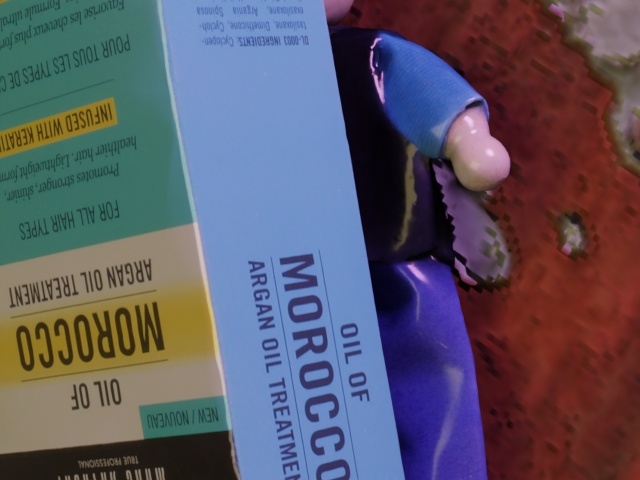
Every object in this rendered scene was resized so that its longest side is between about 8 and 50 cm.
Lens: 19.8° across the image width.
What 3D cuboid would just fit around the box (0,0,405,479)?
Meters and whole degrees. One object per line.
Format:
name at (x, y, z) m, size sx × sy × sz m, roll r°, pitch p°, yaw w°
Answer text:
box at (-0.039, 0.029, 0.485) m, size 0.100 × 0.060 × 0.244 m, roll -12°, pitch 87°, yaw 44°

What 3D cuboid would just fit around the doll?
doll at (0.000, 0.000, 0.519) m, size 0.129 × 0.046 × 0.189 m, roll -10°, pitch 87°, yaw 33°
